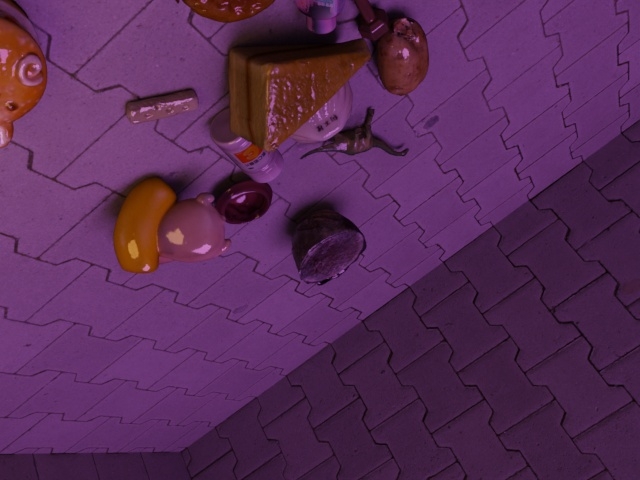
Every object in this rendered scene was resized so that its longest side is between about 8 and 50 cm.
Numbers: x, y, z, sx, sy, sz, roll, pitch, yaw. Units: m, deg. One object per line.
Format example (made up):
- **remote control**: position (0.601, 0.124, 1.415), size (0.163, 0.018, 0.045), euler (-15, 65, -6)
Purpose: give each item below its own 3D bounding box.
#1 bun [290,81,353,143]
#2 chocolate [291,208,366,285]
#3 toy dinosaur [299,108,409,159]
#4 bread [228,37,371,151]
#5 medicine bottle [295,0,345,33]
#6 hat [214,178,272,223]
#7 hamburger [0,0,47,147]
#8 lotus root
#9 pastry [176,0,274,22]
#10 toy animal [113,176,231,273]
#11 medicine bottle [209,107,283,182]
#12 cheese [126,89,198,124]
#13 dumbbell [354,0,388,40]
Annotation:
- **bun**: position (-0.002, -0.379, 1.815), size (0.263, 0.175, 0.263), euler (-24, 149, -15)
- **chocolate**: position (0.000, 0.000, 2.351), size (0.303, 0.213, 0.303), euler (-23, 147, -16)
- **toy dinosaur**: position (0.127, -0.320, 2.130), size (0.447, 0.087, 0.301), euler (-23, 157, -10)
- **bread**: position (-0.042, -0.408, 1.625), size (0.362, 0.233, 0.244), euler (-17, 122, -30)
- **medicine bottle**: position (0.001, -0.613, 1.498), size (0.188, 0.119, 0.094), euler (90, 19, -57)
- **hat**: position (-0.260, -0.139, 2.028), size (0.206, 0.089, 0.205), euler (-19, 145, -14)
- **hamburger**: position (-0.698, -0.339, 1.225), size (0.261, 0.186, 0.302), euler (0, 141, -41)
- **lotus root**: position (0.246, -0.539, 1.819), size (0.160, 0.146, 0.284), euler (-28, 154, -7)
- **pastry**: position (-0.176, -0.627, 1.288), size (0.356, 0.163, 0.356), euler (-25, 149, -16)
- **toy animal**: position (-0.469, -0.049, 1.873), size (0.345, 0.277, 0.247), euler (-14, 177, -8)
- **medicine bottle**: position (-0.215, -0.280, 1.810), size (0.133, 0.133, 0.249), euler (-34, 151, 4)
- **cheese**: position (-0.416, -0.354, 1.605), size (0.194, 0.043, 0.065), euler (-20, 154, -22)
- **dumbbell**: position (0.114, -0.632, 1.623), size (0.092, 0.082, 0.231), euler (-35, 150, 10)
